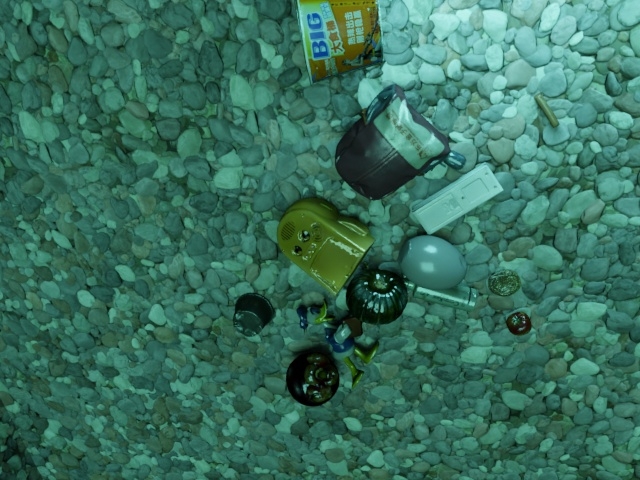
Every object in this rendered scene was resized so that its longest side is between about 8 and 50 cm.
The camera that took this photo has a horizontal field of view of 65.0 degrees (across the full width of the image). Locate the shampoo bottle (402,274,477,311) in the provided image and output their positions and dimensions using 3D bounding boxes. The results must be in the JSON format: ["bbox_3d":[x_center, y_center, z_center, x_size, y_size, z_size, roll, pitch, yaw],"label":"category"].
[{"bbox_3d":[0.413,0.180,1.772,0.262,0.085,0.085,14,116,4],"label":"shampoo bottle"}]

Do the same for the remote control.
[{"bbox_3d":[0.443,-0.135,1.640,0.277,0.055,0.103,-33,105,20],"label":"remote control"}]

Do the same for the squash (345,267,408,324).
[{"bbox_3d":[0.195,0.191,1.728,0.218,0.218,0.173,4,108,8],"label":"squash"}]

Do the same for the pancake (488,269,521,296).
[{"bbox_3d":[0.644,0.151,1.759,0.114,0.011,0.115,4,115,8],"label":"pancake"}]

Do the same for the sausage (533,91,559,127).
[{"bbox_3d":[0.678,-0.388,1.502,0.026,0.026,0.116,-34,105,21],"label":"sausage"}]

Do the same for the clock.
[{"bbox_3d":[0.000,0.000,1.712,0.317,0.200,0.244,34,113,2],"label":"clock"}]

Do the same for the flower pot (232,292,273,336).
[{"bbox_3d":[-0.268,0.293,1.926,0.157,0.107,0.158,3,113,8],"label":"flower pot"}]

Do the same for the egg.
[{"bbox_3d":[0.378,0.078,1.680,0.231,0.176,0.176,21,116,-3],"label":"egg"}]

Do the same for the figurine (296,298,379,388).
[{"bbox_3d":[0.051,0.344,1.855,0.338,0.205,0.284,31,142,8],"label":"figurine"}]

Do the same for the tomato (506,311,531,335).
[{"bbox_3d":[0.705,0.298,1.780,0.087,0.087,0.075,-26,136,19],"label":"tomato"}]

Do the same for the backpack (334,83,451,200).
[{"bbox_3d":[0.199,-0.276,1.541,0.283,0.197,0.317,43,118,-12],"label":"backpack"}]

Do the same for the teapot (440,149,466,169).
[{"bbox_3d":[0.417,-0.258,1.598,0.083,0.063,0.049,28,84,-1],"label":"teapot"}]

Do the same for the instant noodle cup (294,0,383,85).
[{"bbox_3d":[0.052,-0.588,1.384,0.213,0.296,0.297,-8,113,5],"label":"instant noodle cup"}]

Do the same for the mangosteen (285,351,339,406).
[{"bbox_3d":[-0.018,0.523,1.917,0.211,0.211,0.250,33,149,-6],"label":"mangosteen"}]

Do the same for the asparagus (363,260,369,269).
[{"bbox_3d":[0.186,0.129,1.824,0.015,0.018,0.127,-30,108,-6],"label":"asparagus"}]
